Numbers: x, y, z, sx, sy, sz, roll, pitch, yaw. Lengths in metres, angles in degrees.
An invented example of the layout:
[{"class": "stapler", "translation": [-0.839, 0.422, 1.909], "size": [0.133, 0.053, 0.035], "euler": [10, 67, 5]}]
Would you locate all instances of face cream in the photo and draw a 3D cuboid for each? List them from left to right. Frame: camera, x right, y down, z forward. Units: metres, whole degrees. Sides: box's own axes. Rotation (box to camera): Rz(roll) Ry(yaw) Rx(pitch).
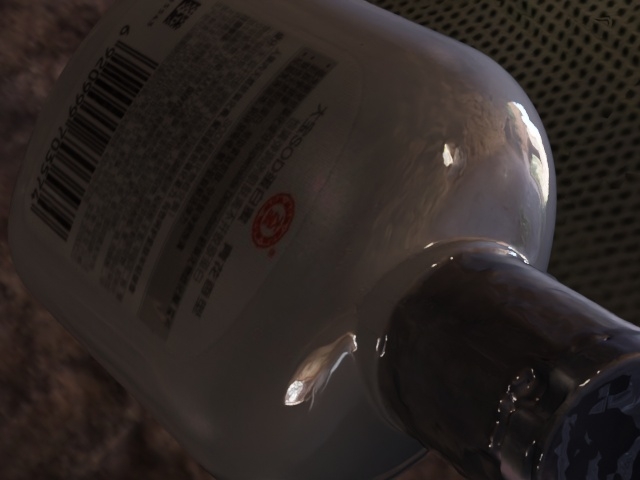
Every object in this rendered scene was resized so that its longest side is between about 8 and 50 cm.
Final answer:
[{"class": "face cream", "translation": [0.000, 0.000, 0.504], "size": [0.071, 0.291, 0.144], "euler": [29, -89, -35]}]

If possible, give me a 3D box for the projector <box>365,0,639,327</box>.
[{"class": "projector", "translation": [0.179, 0.059, 0.818], "size": [0.242, 0.405, 0.395], "euler": [-36, -53, -1]}]
